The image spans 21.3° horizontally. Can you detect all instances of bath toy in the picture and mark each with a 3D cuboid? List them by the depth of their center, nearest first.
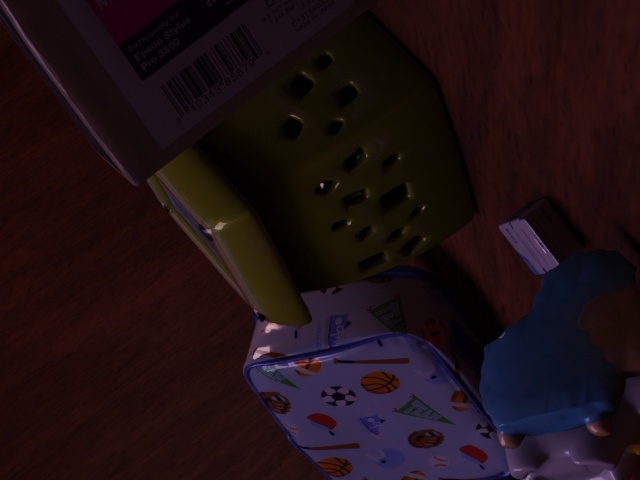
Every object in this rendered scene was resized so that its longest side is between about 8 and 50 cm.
[{"bbox_3d":[0.219,0.140,1.234,0.348,0.151,0.129,58,-151,-56],"label":"bath toy"}]

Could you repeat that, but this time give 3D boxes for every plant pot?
[{"bbox_3d":[-0.032,-0.077,1.398,0.228,0.207,0.227,46,171,30],"label":"plant pot"}]

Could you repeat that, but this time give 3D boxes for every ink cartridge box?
[{"bbox_3d":[-0.100,-0.186,1.178,0.193,0.234,0.088,55,172,-32],"label":"ink cartridge box"},{"bbox_3d":[0.163,-0.003,1.247,0.048,0.028,0.083,52,173,-2],"label":"ink cartridge box"}]

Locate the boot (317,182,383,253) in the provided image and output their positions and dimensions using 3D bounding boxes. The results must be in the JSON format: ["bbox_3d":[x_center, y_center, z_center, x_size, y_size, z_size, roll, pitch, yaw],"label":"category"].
[{"bbox_3d":[0.004,-0.056,1.879,0.190,0.069,0.086,40,160,26],"label":"boot"}]

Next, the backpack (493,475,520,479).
[{"bbox_3d":[0.164,0.317,2.104,0.277,0.213,0.263,62,166,-8],"label":"backpack"}]

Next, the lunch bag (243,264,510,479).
[{"bbox_3d":[0.079,0.153,1.779,0.303,0.243,0.115,50,-145,-41],"label":"lunch bag"}]

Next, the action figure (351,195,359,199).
[{"bbox_3d":[-0.026,-0.058,1.718,0.185,0.099,0.285,60,158,32],"label":"action figure"}]
